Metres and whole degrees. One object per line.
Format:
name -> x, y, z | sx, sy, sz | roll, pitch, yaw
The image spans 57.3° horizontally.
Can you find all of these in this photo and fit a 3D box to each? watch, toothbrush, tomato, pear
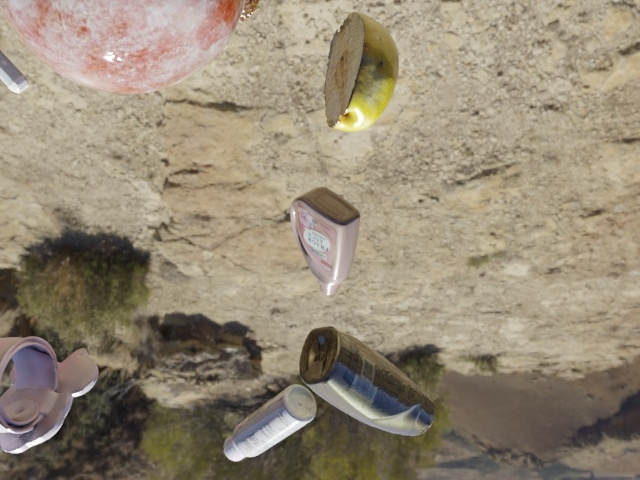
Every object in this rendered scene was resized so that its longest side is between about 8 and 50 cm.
watch -> -0.604, 0.280, 1.193 | 0.211, 0.248, 0.217 | -1, 135, 13
toothbrush -> -0.472, -0.313, 0.671 | 0.030, 0.025, 0.342 | -6, 130, 52
tomato -> -0.251, -0.345, 0.742 | 0.317, 0.316, 0.282 | 6, 158, -5
pear -> 0.149, -0.534, 1.902 | 0.192, 0.385, 0.340 | 8, 161, -18

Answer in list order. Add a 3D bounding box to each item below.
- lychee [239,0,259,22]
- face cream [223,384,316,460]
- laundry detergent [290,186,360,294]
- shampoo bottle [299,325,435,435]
lychee -> -0.271, -0.740, 1.725 | 0.200, 0.199, 0.238 | 24, 145, -35
face cream -> -0.115, 0.388, 1.216 | 0.082, 0.081, 0.269 | 22, 133, -32
laundry detergent -> 0.000, 0.000, 1.254 | 0.171, 0.076, 0.237 | 38, 142, 28
shampoo bottle -> 0.100, 0.276, 1.085 | 0.084, 0.125, 0.350 | -15, 141, 36
